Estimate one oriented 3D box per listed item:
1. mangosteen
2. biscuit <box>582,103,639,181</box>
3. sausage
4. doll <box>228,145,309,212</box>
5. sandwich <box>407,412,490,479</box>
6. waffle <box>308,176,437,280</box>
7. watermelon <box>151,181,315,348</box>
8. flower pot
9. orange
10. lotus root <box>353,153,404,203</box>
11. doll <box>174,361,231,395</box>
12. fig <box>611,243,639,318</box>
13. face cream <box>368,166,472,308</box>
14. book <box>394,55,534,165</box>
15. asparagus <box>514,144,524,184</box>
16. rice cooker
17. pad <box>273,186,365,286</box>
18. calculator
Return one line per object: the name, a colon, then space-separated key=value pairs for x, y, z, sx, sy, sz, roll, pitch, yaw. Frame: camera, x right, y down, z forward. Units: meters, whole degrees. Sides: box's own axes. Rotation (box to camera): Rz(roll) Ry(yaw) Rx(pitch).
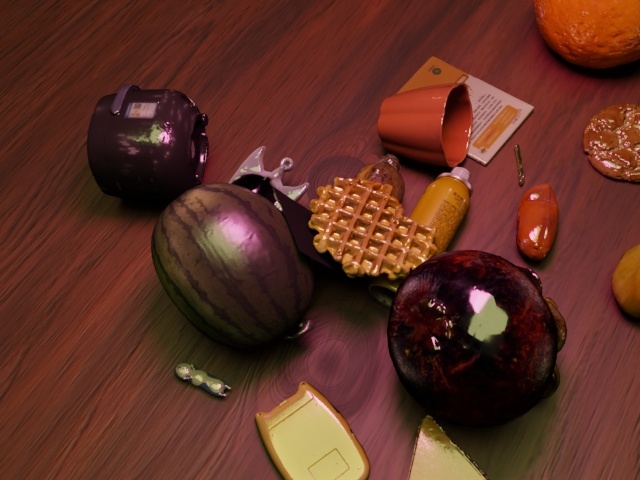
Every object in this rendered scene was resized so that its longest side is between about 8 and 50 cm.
mangosteen: x=0.276 y=0.175 z=1.208 sx=0.330 sy=0.330 sz=0.330 roll=-3 pitch=59 yaw=4
biscuit: x=0.705 y=-0.226 z=1.536 sx=0.226 sy=0.042 sz=0.225 roll=-3 pitch=60 yaw=5
sausage: x=0.456 y=-0.037 z=1.430 sx=0.089 sy=0.089 sz=0.179 roll=12 pitch=58 yaw=13
doll: x=-0.168 y=-0.062 z=1.494 sx=0.316 sy=0.103 sz=0.145 roll=-46 pitch=46 yaw=-10
sandwich: x=0.195 y=0.427 z=1.189 sx=0.162 sy=0.058 sz=0.193 roll=-36 pitch=65 yaw=-14
waffle: x=0.101 y=-0.031 z=1.331 sx=0.249 sy=0.056 sz=0.253 roll=-4 pitch=54 yaw=-14
watermelon: x=-0.159 y=0.057 z=1.313 sx=0.279 sy=0.279 sz=0.359 roll=-37 pitch=92 yaw=-15
flower pot: x=0.231 y=-0.264 z=1.528 sx=0.173 sy=0.190 sz=0.190 roll=10 pitch=60 yaw=29
orange: x=0.673 y=-0.565 z=1.600 sx=0.341 sy=0.293 sz=0.340 roll=-3 pitch=42 yaw=3
lotus root: x=0.121 y=-0.101 z=1.480 sx=0.120 sy=0.120 sz=0.209 roll=21 pitch=65 yaw=17
doll: x=-0.235 y=0.275 z=1.342 sx=0.125 sy=0.027 sz=0.037 roll=20 pitch=56 yaw=17
fig: x=0.638 y=0.080 z=1.320 sx=0.136 sy=0.121 sz=0.152 roll=-9 pitch=82 yaw=-5
face cream: x=0.225 y=-0.016 z=1.423 sx=0.105 sy=0.105 sz=0.348 roll=25 pitch=65 yaw=19
book: x=0.332 y=-0.320 z=1.642 sx=0.295 sy=0.020 sz=0.208 roll=35 pitch=69 yaw=23
asparagus: x=0.453 y=-0.171 z=1.544 sx=0.015 sy=0.014 sz=0.114 roll=9 pitch=58 yaw=-13
rice cooker: x=-0.376 y=-0.214 z=1.524 sx=0.225 sy=0.267 sz=0.267 roll=1 pitch=59 yaw=6
pad: x=0.001 y=0.000 z=1.362 sx=0.009 sy=0.265 sz=0.159 roll=-35 pitch=57 yaw=17
calculator: x=-0.013 y=0.379 z=1.254 sx=0.157 sy=0.033 sz=0.236 roll=-33 pitch=63 yaw=-15
